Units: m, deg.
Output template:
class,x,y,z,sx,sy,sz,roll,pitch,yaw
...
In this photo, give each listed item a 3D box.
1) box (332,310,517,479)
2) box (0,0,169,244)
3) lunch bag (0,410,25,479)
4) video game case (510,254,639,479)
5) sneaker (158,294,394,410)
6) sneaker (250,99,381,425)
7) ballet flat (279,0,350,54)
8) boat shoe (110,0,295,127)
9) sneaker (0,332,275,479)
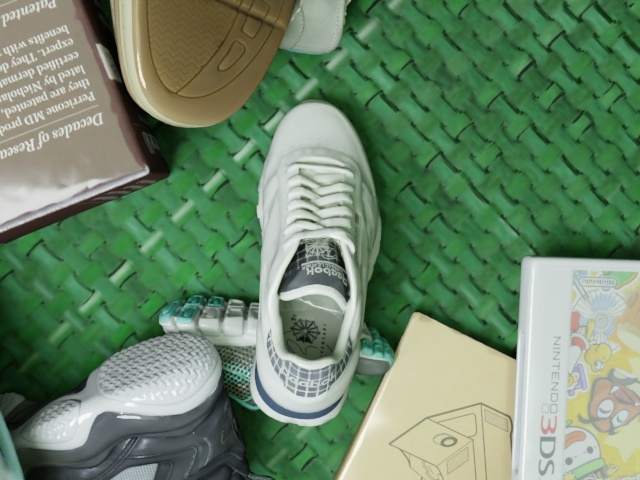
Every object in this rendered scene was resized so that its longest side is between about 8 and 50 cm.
class,x,y,z,sx,sy,sz,roll,pitch,yaw
box,0.098,0.175,0.910,0.164,0.021,0.201,25,92,-3
box,-0.216,-0.106,0.814,0.167,0.168,0.203,-22,93,-2
lunch bag,-0.298,0.131,0.708,0.160,0.223,0.262,-41,55,20
video game case,0.248,0.117,0.894,0.227,0.026,0.206,2,92,-11
sneaker,-0.032,0.086,0.891,0.166,0.065,0.076,7,108,1
sneaker,0.000,0.000,0.831,0.090,0.095,0.235,1,63,-2
ballet flat,0.010,-0.230,0.846,0.068,0.072,0.213,12,95,-28
boat shoe,-0.087,-0.230,0.813,0.121,0.110,0.341,16,72,-38
sneaker,-0.163,0.175,0.861,0.268,0.101,0.153,-23,109,14
